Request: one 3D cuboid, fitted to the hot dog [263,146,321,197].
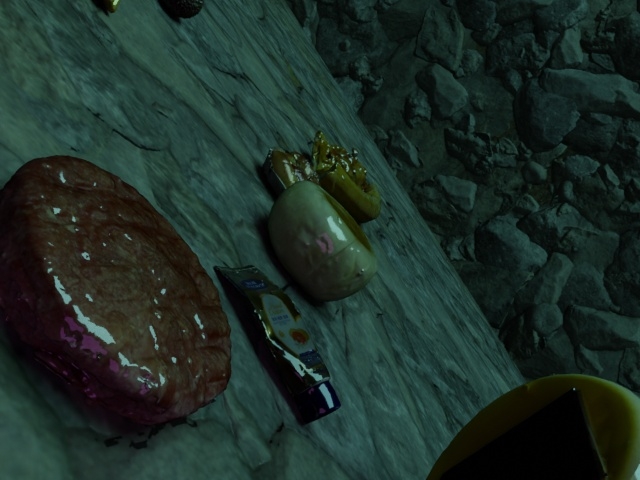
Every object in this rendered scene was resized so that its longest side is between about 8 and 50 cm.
[{"bbox_3d":[-0.017,-0.049,0.955,0.191,0.059,0.108,60,18,6],"label":"hot dog"}]

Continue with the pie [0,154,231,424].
[{"bbox_3d":[-0.119,0.027,0.411,0.182,0.050,0.182,51,13,-16],"label":"pie"}]

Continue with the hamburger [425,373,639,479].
[{"bbox_3d":[0.204,0.250,0.551,0.179,0.276,0.294,44,19,-6],"label":"hamburger"}]

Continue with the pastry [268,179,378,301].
[{"bbox_3d":[0.000,0.000,0.818,0.156,0.092,0.156,56,11,-16],"label":"pastry"}]

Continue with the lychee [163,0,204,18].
[{"bbox_3d":[-0.210,-0.371,1.020,0.083,0.068,0.067,35,66,-66],"label":"lychee"}]

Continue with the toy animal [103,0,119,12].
[{"bbox_3d":[-0.246,-0.329,0.786,0.083,0.070,0.159,37,28,-60],"label":"toy animal"}]

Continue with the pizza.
[{"bbox_3d":[0.055,-0.122,1.344,0.182,0.074,0.365,69,15,15],"label":"pizza"}]

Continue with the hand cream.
[{"bbox_3d":[-0.036,0.085,0.603,0.062,0.039,0.163,-3,57,-57],"label":"hand cream"}]
